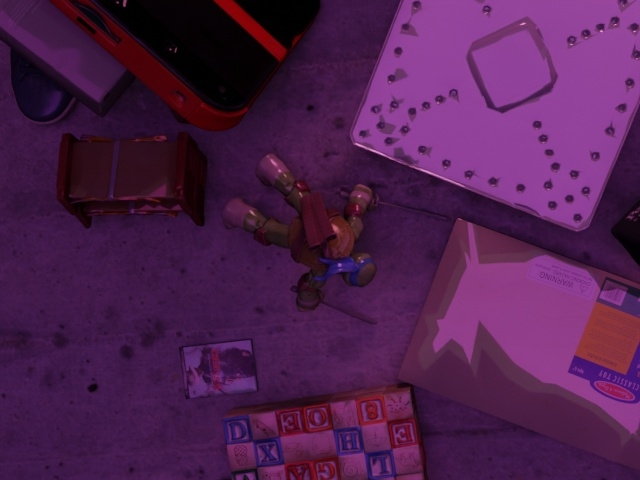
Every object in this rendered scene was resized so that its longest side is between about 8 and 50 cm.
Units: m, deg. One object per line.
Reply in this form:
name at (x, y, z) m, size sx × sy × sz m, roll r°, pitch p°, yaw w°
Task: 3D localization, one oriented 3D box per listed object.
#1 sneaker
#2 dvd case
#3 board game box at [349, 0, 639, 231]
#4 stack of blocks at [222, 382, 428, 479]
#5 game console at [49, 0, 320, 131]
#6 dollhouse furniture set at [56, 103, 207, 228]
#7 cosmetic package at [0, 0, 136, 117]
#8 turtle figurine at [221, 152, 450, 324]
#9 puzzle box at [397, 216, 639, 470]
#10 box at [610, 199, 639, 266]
sneaker at (-0.437, -0.356, 1.888) m, size 0.131 × 0.148 × 0.350 m, roll 5°, pitch 94°, yaw 7°
dvd case at (-0.164, 0.207, 1.952) m, size 0.119 × 0.013 × 0.087 m, roll -6°, pitch 92°, yaw 8°
board game box at (0.291, -0.260, 1.841) m, size 0.390 × 0.050 × 0.390 m, roll 22°, pitch 95°, yaw 10°
stack of blocks at (0.011, 0.332, 1.900) m, size 0.297 × 0.087 × 0.171 m, roll -9°, pitch 92°, yaw 7°
game console at (-0.207, -0.373, 1.767) m, size 0.386 × 0.342 × 0.060 m, roll 41°, pitch 139°, yaw -13°
dollhouse furniture set at (-0.278, -0.215, 1.898) m, size 0.201 × 0.152 × 0.374 m, roll 2°, pitch 76°, yaw 7°
cosmetic package at (-0.381, -0.293, 1.755) m, size 0.238 × 0.127 × 0.107 m, roll 35°, pitch 81°, yaw -6°
turtle figurine at (0.000, 0.000, 1.879) m, size 0.266 × 0.275 × 0.197 m, roll 37°, pitch 120°, yaw 23°
puzzle box at (0.353, 0.159, 1.868) m, size 0.409 × 0.052 × 0.272 m, roll 21°, pitch 95°, yaw 5°
box at (0.708, -0.044, 1.565) m, size 0.480 × 0.472 × 0.297 m, roll -44°, pitch 99°, yaw 2°
